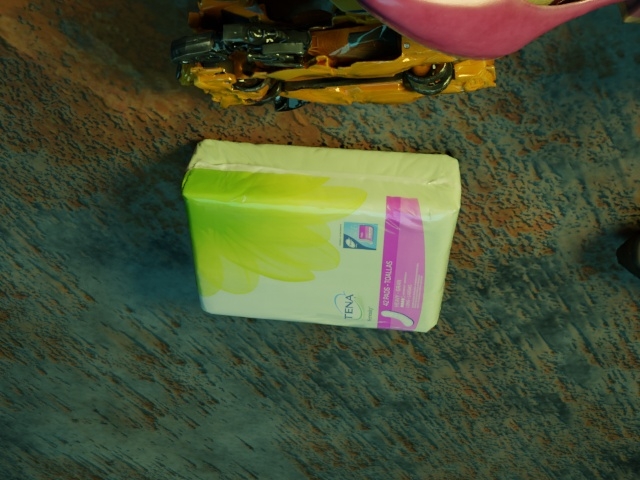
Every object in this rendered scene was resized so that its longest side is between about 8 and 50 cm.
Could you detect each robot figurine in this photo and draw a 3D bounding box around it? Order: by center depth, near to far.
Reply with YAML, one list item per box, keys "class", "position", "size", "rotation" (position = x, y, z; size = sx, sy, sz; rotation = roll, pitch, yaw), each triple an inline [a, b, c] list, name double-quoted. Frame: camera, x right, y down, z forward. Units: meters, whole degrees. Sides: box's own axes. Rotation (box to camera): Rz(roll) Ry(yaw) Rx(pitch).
- class: "robot figurine"
  position: [0.011, -0.173, 0.944]
  size: [0.291, 0.085, 0.211]
  rotation: [-1, 172, 10]

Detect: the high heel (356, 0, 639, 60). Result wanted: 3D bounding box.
- class: "high heel"
  position: [0.198, -0.233, 0.758]
  size: [0.377, 0.127, 0.181]
  rotation: [-14, 163, -33]

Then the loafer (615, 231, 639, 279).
- class: "loafer"
  position: [0.435, 0.033, 1.203]
  size: [0.220, 0.080, 0.078]
  rotation: [22, 172, -22]

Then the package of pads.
- class: "package of pads"
  position: [0.000, 0.000, 1.189]
  size: [0.297, 0.101, 0.229]
  rotation: [5, 141, 3]
